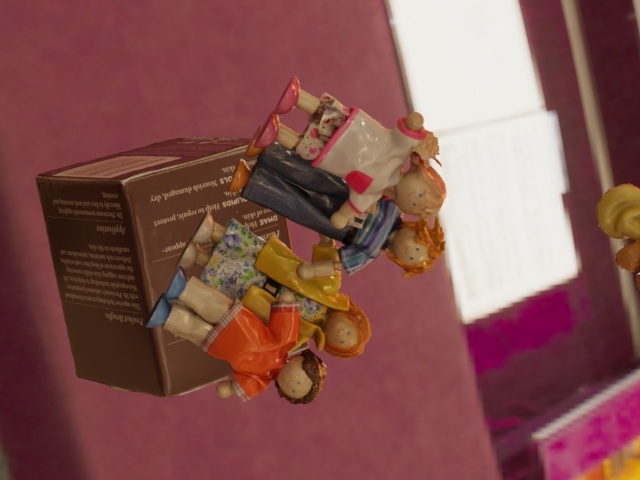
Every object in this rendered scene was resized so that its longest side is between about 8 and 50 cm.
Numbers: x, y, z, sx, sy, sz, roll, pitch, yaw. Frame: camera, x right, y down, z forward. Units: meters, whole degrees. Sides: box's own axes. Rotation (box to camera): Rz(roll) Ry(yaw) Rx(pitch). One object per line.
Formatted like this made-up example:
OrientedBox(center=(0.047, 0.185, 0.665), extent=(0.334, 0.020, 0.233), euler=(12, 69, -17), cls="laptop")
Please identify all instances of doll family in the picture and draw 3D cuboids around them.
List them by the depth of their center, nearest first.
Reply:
OrientedBox(center=(0.000, 0.000, 1.148), extent=(0.163, 0.263, 0.118), euler=(30, 19, -7), cls="doll family")

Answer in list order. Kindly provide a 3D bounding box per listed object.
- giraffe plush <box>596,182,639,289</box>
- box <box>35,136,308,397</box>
OrientedBox(center=(0.278, -0.009, 0.963), extent=(0.210, 0.170, 0.181), euler=(31, 24, -42), cls="giraffe plush")
OrientedBox(center=(-0.138, 0.019, 1.446), extent=(0.167, 0.168, 0.203), euler=(-18, 105, -36), cls="box")
